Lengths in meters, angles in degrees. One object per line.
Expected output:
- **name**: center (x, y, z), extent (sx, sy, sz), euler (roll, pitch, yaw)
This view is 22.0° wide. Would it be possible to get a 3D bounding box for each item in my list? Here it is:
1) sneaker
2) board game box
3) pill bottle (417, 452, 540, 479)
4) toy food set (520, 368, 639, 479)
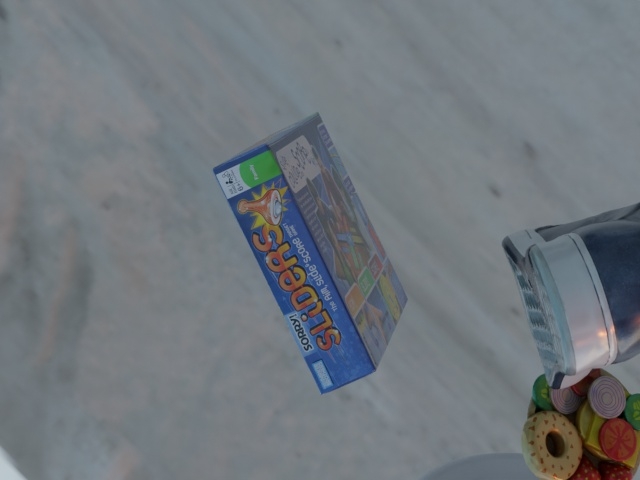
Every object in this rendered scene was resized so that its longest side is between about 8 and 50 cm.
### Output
- **sneaker**: center (0.178, 0.011, 0.811), extent (0.226, 0.163, 0.086), euler (-88, -21, -90)
- **board game box**: center (0.000, 0.000, 0.960), extent (0.136, 0.035, 0.201), euler (65, -169, -4)
- **pill bottle**: center (0.125, 0.289, 1.092), extent (0.153, 0.153, 0.265), euler (-139, 45, -59)
- **toy food set**: center (0.154, 0.109, 0.955), extent (0.083, 0.083, 0.020), euler (27, 156, -16)
